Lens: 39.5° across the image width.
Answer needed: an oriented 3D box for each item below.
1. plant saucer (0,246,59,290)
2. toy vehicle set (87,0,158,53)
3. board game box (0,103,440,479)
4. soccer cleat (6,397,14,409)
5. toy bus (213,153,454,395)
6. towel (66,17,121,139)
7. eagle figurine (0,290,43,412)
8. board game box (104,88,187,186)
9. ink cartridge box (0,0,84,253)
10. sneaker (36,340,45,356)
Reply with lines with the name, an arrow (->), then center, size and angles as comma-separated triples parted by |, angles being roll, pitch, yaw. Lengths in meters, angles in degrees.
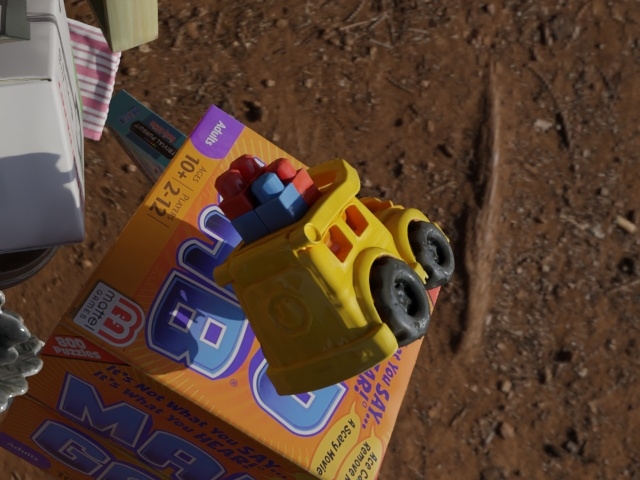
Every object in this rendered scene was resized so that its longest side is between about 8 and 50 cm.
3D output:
plant saucer -> -0.462, -0.068, 1.220 | 0.278, 0.041, 0.277 | 9, 76, -43
toy vehicle set -> -0.145, -0.252, 0.522 | 0.035, 0.267, 0.166 | -23, 74, -17
board game box -> -0.120, 0.135, 1.098 | 0.357, 0.356, 0.356 | 33, 49, -8
soccer cleat -> -0.443, 0.190, 1.169 | 0.196, 0.076, 0.068 | 13, 82, -32
toy bus -> 0.000, 0.000, 0.821 | 0.211, 0.149, 0.220 | 56, 34, -11
towel -> -0.424, -0.275, 1.515 | 0.144, 0.029, 0.197 | 13, 115, -17
eagle figurine -> -0.317, 0.050, 0.475 | 0.298, 0.226, 0.225 | -22, 130, -15
board game box -> -0.278, -0.130, 1.781 | 0.079, 0.336, 0.253 | -45, 143, -12
ink cartridge box -> -0.315, -0.147, 0.925 | 0.115, 0.273, 0.198 | -7, 132, -10
sneaker -> -0.450, 0.267, 1.637 | 0.235, 0.153, 0.094 | 32, 88, 8
